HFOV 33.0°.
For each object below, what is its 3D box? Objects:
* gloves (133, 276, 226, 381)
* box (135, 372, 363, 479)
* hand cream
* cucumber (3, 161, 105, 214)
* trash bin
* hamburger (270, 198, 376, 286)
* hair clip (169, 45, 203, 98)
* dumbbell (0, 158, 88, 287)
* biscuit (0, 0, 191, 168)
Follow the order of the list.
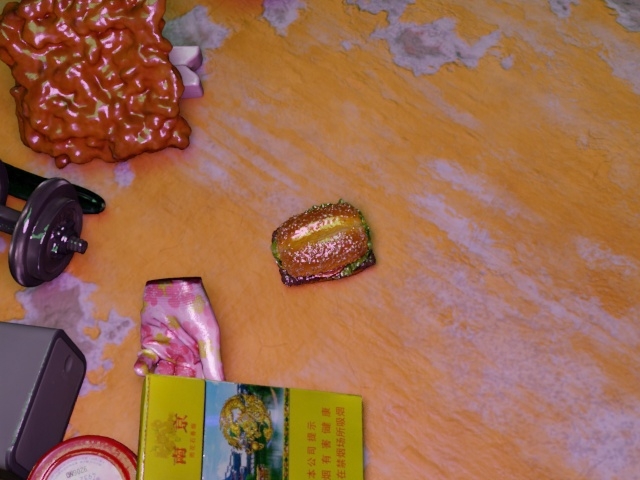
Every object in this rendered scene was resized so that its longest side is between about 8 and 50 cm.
[{"bbox_3d":[-0.216,0.181,1.688,0.145,0.126,0.241,-4,92,-3],"label":"gloves"},{"bbox_3d":[-0.100,0.304,1.584,0.334,0.047,0.187,8,63,-16],"label":"box"},{"bbox_3d":[-0.333,0.389,1.586,0.193,0.125,0.193,-1,65,2],"label":"hand cream"},{"bbox_3d":[-0.493,-0.092,1.877,0.284,0.056,0.056,18,67,17],"label":"cucumber"},{"bbox_3d":[-0.569,0.227,1.667,0.343,0.158,0.223,10,65,11],"label":"trash bin"},{"bbox_3d":[0.000,0.000,1.767,0.165,0.087,0.137,-15,63,-2],"label":"hamburger"},{"bbox_3d":[-0.377,-0.298,1.947,0.330,0.085,0.101,-2,72,3],"label":"hair clip"},{"bbox_3d":[-0.513,-0.036,1.769,0.289,0.192,0.192,19,67,11],"label":"dumbbell"},{"bbox_3d":[-0.392,-0.284,1.845,0.318,0.110,0.312,-9,107,5],"label":"biscuit"}]
